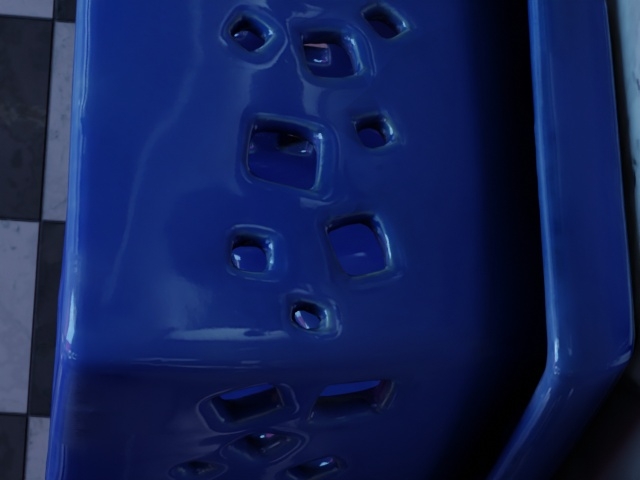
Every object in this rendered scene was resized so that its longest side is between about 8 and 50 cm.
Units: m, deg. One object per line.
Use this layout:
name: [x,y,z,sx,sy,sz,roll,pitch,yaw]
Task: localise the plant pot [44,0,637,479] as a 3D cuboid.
plant pot: [0.000,0.000,0.772,0.236,0.212,0.236,105,167,-60]
